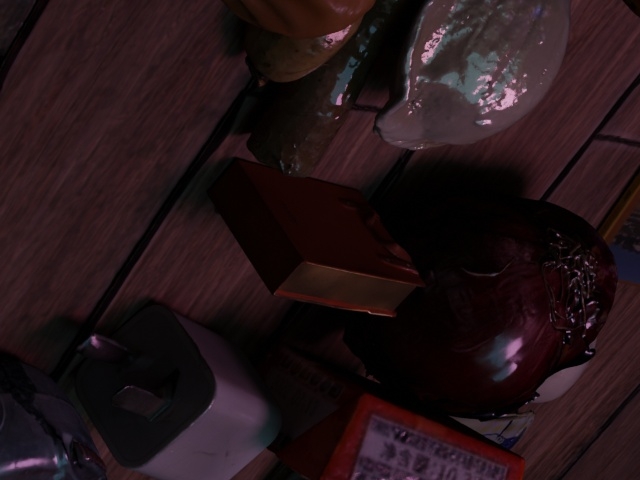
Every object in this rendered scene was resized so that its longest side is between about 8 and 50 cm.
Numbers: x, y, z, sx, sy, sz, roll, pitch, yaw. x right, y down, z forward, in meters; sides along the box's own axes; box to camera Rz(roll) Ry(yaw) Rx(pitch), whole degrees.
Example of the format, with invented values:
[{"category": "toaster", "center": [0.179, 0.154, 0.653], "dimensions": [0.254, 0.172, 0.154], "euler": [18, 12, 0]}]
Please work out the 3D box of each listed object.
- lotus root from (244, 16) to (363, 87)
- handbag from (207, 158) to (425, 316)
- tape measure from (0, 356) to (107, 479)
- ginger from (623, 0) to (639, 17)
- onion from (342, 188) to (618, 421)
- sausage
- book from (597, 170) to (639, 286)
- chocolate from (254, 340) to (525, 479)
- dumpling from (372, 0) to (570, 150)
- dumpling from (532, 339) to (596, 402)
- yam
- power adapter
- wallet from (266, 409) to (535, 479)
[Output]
[{"category": "lotus root", "center": [-0.010, -0.177, 1.527], "dimensions": [0.152, 0.072, 0.063], "euler": [-51, 167, 28]}, {"category": "handbag", "center": [0.000, 0.000, 1.728], "dimensions": [0.063, 0.127, 0.190], "euler": [-47, 147, 21]}, {"category": "tape measure", "center": [-0.324, 0.225, 1.694], "dimensions": [0.256, 0.147, 0.275], "euler": [-46, 147, 18]}, {"category": "ginger", "center": [0.297, -0.284, 1.622], "dimensions": [0.165, 0.172, 0.321], "euler": [-7, 154, 28]}, {"category": "onion", "center": [0.167, 0.053, 1.891], "dimensions": [0.281, 0.221, 0.281], "euler": [-25, 177, -2]}, {"category": "sausage", "center": [-0.040, -0.226, 1.382], "dimensions": [0.120, 0.136, 0.241], "euler": [-45, 153, 1]}, {"category": "book", "center": [0.479, -0.074, 2.114], "dimensions": [0.262, 0.028, 0.374], "euler": [11, 130, -26]}, {"category": "chocolate", "center": [0.058, 0.202, 1.908], "dimensions": [0.237, 0.235, 0.108], "euler": [26, 90, -28]}, {"category": "dumpling", "center": [0.122, -0.168, 1.605], "dimensions": [0.179, 0.131, 0.252], "euler": [-10, 139, -48]}, {"category": "dumpling", "center": [0.265, 0.116, 2.195], "dimensions": [0.150, 0.092, 0.176], "euler": [-38, 149, -22]}, {"category": "yam", "center": [0.030, -0.177, 1.580], "dimensions": [0.066, 0.066, 0.300], "euler": [-2, 133, -44]}, {"category": "power adapter", "center": [-0.147, 0.139, 1.769], "dimensions": [0.125, 0.130, 0.205], "euler": [-41, 148, 9]}, {"category": "wallet", "center": [0.090, 0.257, 2.218], "dimensions": [0.309, 0.077, 0.223], "euler": [3, 134, -49]}]
